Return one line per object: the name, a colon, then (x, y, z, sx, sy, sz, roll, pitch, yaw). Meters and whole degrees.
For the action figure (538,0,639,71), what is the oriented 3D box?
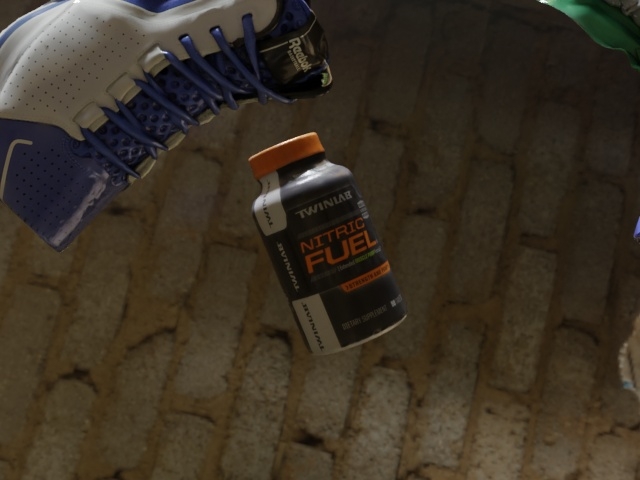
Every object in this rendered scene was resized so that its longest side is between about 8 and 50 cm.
action figure: (0.303, -0.177, 0.659, 0.137, 0.232, 0.063, -36, -24, -3)

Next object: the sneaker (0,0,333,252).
sneaker: (-0.099, -0.129, 0.564, 0.315, 0.182, 0.127, -57, -33, -14)

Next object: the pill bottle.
pill bottle: (0.000, 0.000, 0.938, 0.130, 0.131, 0.245, -100, -12, -87)

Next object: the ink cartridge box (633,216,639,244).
ink cartridge box: (0.264, -0.015, 0.141, 0.151, 0.396, 0.270, -55, 2, -22)
